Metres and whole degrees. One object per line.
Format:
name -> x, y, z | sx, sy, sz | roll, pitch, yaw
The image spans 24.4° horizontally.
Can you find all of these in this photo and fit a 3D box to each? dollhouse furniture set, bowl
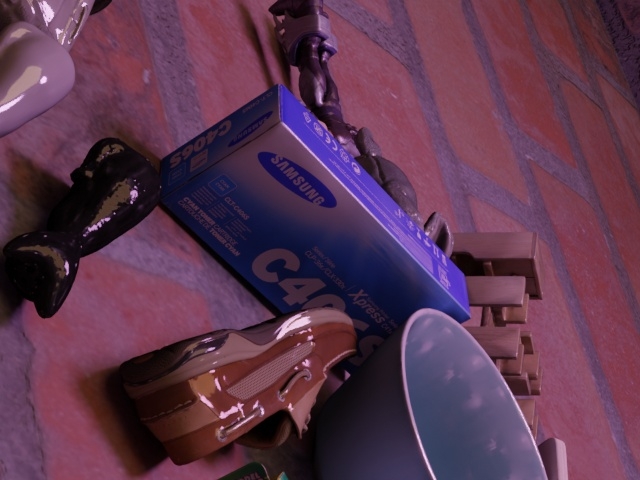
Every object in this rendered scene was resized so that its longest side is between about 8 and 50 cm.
dollhouse furniture set -> 0.197, 0.114, 1.920 | 0.212, 0.161, 0.242 | 70, 26, -50
bowl -> 0.106, 0.245, 1.577 | 0.311, 0.163, 0.311 | 44, 30, -34

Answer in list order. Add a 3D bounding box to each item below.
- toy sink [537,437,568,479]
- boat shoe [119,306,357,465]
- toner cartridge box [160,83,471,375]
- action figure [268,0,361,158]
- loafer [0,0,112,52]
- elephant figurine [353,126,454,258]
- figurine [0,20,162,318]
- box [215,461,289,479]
toy sink -> 0.283, 0.372, 1.694 | 0.131, 0.153, 0.234 | 22, 45, -20
boat shoe -> -0.066, 0.143, 1.414 | 0.324, 0.123, 0.119 | -10, 79, -57
toner cartridge box -> 0.000, 0.000, 1.608 | 0.348, 0.165, 0.075 | 44, 26, -32
action figure -> 0.001, -0.173, 1.900 | 0.185, 0.099, 0.285 | 34, 39, -59
loafer -> -0.255, -0.276, 1.480 | 0.111, 0.112, 0.319 | 55, 32, -28
elephant figurine -> 0.081, 0.025, 1.810 | 0.169, 0.186, 0.239 | 39, -11, 46
figurine -> -0.254, -0.061, 1.281 | 0.215, 0.092, 0.209 | 54, 29, -15
box -> -0.047, 0.285, 1.296 | 0.179, 0.105, 0.043 | 61, 16, -4
